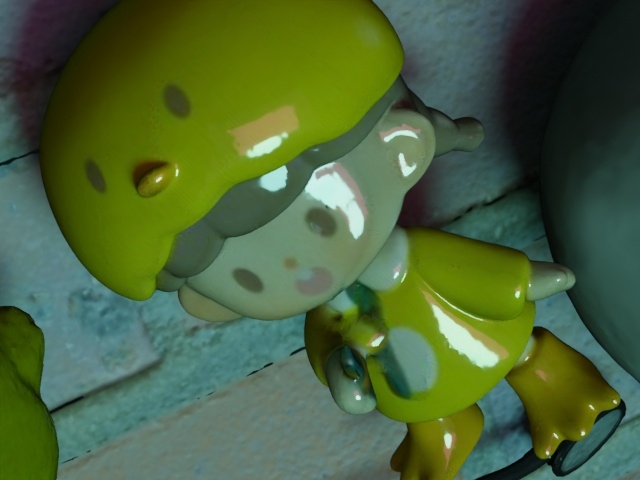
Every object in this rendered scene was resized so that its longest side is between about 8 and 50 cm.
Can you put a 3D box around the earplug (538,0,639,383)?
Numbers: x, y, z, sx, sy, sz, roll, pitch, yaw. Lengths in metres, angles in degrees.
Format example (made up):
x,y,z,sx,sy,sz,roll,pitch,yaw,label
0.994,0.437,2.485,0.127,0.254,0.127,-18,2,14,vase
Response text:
x,y,z,sx,sy,sz,roll,pitch,yaw,label
0.318,-0.005,0.952,0.394,0.312,0.313,38,91,-22,earplug

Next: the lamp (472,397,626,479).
x,y,z,sx,sy,sz,roll,pitch,yaw,label
0.024,0.164,1.020,0.371,0.108,0.130,-34,152,-14,lamp

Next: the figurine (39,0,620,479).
x,y,z,sx,sy,sz,roll,pitch,yaw,label
0.000,0.000,0.891,0.215,0.187,0.344,-35,114,17,figurine

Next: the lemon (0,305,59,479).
x,y,z,sx,sy,sz,roll,pitch,yaw,label
-0.248,0.124,0.851,0.248,0.184,0.184,-35,114,-7,lemon
